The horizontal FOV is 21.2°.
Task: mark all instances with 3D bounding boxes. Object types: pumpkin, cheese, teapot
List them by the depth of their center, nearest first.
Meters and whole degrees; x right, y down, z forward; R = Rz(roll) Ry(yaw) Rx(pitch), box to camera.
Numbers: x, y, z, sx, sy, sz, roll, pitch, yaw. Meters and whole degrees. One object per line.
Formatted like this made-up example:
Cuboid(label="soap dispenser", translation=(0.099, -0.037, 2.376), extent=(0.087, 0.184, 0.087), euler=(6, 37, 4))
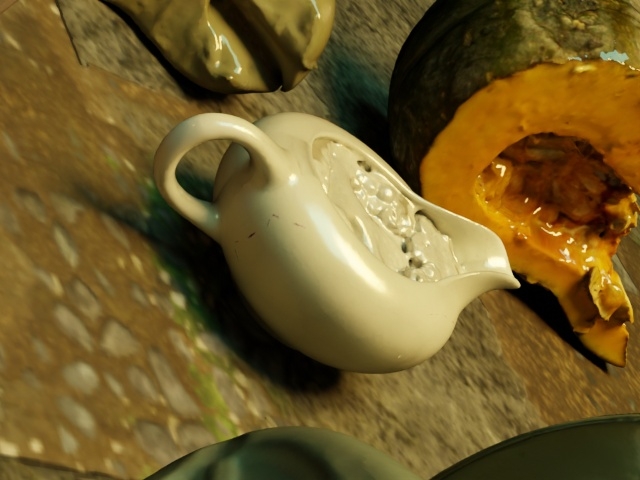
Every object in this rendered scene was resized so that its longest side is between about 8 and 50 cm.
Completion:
Cuboid(label="teapot", translation=(0.000, 0.000, 0.845), extent=(0.226, 0.092, 0.145), euler=(26, 30, -44))
Cuboid(label="cheese", translation=(-0.068, -0.171, 0.974), extent=(0.202, 0.091, 0.175), euler=(53, 24, 3))
Cuboid(label="pumpkin", translation=(0.173, -0.063, 1.140), extent=(0.280, 0.190, 0.139), euler=(36, 26, -34))

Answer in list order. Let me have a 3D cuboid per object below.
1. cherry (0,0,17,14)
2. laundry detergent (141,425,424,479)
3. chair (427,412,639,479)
Cuboid(label="cherry", translation=(-0.174, -0.195, 0.528), extent=(0.326, 0.335, 0.291), euler=(-34, 106, -51))
Cuboid(label="laundry detergent", translation=(0.041, 0.258, 0.400), extent=(0.264, 0.125, 0.397), euler=(-101, 171, -79))
Cuboid(label="chair", translation=(0.176, 0.195, 0.752), extent=(0.191, 0.203, 0.274), euler=(-15, 73, -53))
